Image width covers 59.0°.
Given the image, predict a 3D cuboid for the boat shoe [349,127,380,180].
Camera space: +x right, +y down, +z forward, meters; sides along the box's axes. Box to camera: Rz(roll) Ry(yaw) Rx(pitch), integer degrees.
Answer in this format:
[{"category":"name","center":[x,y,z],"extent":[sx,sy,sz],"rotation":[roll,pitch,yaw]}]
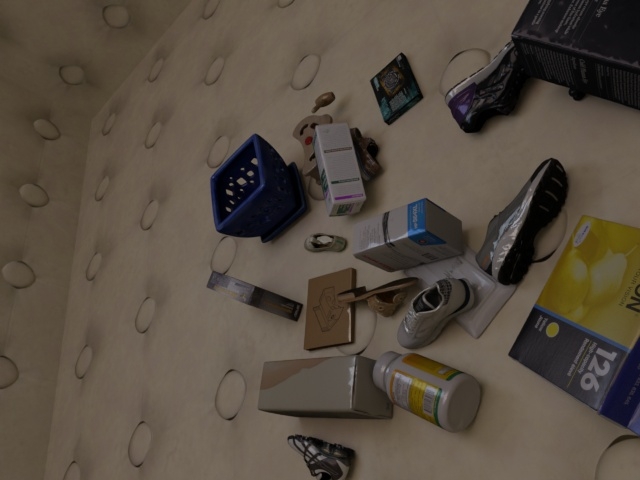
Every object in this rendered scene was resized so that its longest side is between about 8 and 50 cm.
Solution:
[{"category":"boat shoe","center":[0.128,-0.251,1.581],"extent":[0.066,0.066,0.183],"rotation":[-30,57,24]}]

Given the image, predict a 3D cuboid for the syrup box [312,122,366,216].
[{"category":"syrup box","center":[0.048,-0.193,1.541],"extent":[0.093,0.096,0.237],"rotation":[108,152,-70]}]

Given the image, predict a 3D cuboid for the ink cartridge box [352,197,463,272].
[{"category":"ink cartridge box","center":[0.192,-0.005,1.264],"extent":[0.203,0.148,0.086],"rotation":[-18,59,40]}]

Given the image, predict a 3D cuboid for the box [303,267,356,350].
[{"category":"box","center":[0.025,0.182,1.496],"extent":[0.164,0.021,0.201],"rotation":[-19,57,40]}]

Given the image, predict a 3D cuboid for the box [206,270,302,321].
[{"category":"box","center":[-0.190,0.158,1.616],"extent":[0.231,0.183,0.056],"rotation":[13,80,49]}]

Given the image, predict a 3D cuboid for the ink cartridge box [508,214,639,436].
[{"category":"ink cartridge box","center":[0.489,0.128,0.928],"extent":[0.304,0.072,0.307],"rotation":[-62,22,1]}]

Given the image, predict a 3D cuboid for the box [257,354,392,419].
[{"category":"box","center":[0.009,0.350,1.332],"extent":[0.311,0.148,0.121],"rotation":[-14,60,41]}]

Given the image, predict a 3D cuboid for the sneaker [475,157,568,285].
[{"category":"sneaker","center":[0.402,-0.048,1.149],"extent":[0.272,0.100,0.108],"rotation":[-61,35,4]}]

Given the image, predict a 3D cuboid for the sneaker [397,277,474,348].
[{"category":"sneaker","center":[0.222,0.155,1.214],"extent":[0.235,0.094,0.090],"rotation":[-56,45,38]}]

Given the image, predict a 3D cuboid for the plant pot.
[{"category":"plant pot","center":[-0.182,-0.142,1.738],"extent":[0.236,0.212,0.236],"rotation":[-39,47,28]}]

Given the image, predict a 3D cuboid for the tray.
[{"category":"tray","center":[0.293,0.080,1.252],"extent":[0.145,0.030,0.270],"rotation":[-55,41,10]}]

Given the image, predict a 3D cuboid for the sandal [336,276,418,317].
[{"category":"sandal","center":[0.146,0.146,1.358],"extent":[0.240,0.088,0.079],"rotation":[-15,92,42]}]

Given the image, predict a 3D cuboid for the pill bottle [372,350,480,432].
[{"category":"pill bottle","center":[0.209,0.300,1.161],"extent":[0.208,0.117,0.118],"rotation":[13,80,49]}]

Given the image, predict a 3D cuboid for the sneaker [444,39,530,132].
[{"category":"sneaker","center":[0.431,-0.353,1.292],"extent":[0.283,0.107,0.124],"rotation":[-37,62,34]}]

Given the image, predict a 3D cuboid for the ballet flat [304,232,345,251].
[{"category":"ballet flat","center":[0.000,0.000,1.591],"extent":[0.168,0.052,0.057],"rotation":[-3,69,47]}]

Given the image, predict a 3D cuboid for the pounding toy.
[{"category":"pounding toy","center":[-0.029,-0.317,1.705],"extent":[0.154,0.154,0.270],"rotation":[-17,59,36]}]

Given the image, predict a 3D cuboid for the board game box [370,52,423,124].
[{"category":"board game box","center":[0.212,-0.431,1.604],"extent":[0.126,0.026,0.186],"rotation":[-36,48,30]}]

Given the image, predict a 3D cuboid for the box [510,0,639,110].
[{"category":"box","center":[0.583,-0.442,1.027],"extent":[0.312,0.179,0.343],"rotation":[32,95,32]}]

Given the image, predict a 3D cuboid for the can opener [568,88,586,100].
[{"category":"can opener","center":[0.574,-0.372,1.155],"extent":[0.186,0.059,0.073],"rotation":[-52,42,14]}]

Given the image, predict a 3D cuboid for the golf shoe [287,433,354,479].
[{"category":"golf shoe","center":[-0.014,0.512,1.326],"extent":[0.198,0.077,0.094],"rotation":[-4,68,48]}]
